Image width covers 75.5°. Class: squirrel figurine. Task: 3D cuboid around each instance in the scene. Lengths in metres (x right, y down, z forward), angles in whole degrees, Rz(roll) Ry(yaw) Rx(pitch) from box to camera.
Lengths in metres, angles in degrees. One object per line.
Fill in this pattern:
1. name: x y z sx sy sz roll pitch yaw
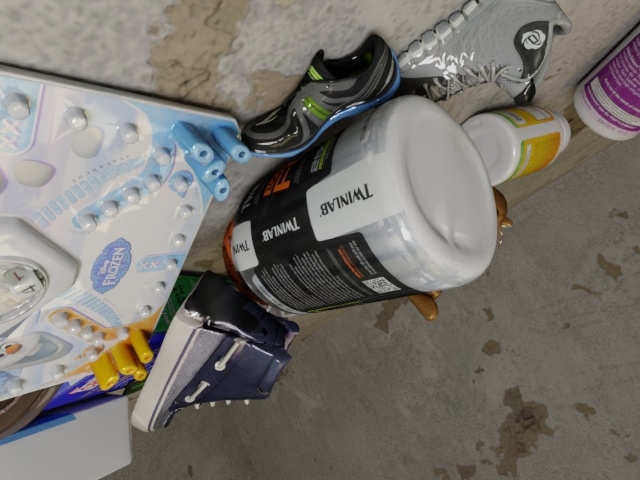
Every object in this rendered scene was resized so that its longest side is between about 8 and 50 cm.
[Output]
1. squirrel figurine: 0.346 -0.015 1.195 0.370 0.281 0.397 -42 176 7

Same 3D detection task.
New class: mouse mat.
1. mouse mat: -0.310 0.273 0.862 0.189 0.007 0.152 -17 162 -36

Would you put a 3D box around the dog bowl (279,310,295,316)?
1. dog bowl: -0.005 0.091 1.080 0.264 0.104 0.265 -26 164 -8

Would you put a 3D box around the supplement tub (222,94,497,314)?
1. supplement tub: 0.025 -0.017 0.533 0.207 0.207 0.337 -13 175 -44

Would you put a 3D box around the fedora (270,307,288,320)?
1. fedora: -0.190 0.272 1.276 0.275 0.124 0.244 -27 164 -7

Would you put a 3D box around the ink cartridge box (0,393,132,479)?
1. ink cartridge box: -0.534 0.361 0.743 0.307 0.129 0.223 -7 176 29

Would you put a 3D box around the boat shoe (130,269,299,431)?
1. boat shoe: -0.157 0.204 0.599 0.341 0.158 0.127 -57 -173 38

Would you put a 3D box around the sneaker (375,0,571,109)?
1. sneaker: 0.177 -0.192 0.484 0.228 0.132 0.086 -38 162 26

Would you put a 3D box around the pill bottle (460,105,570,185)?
1. pill bottle: 0.394 -0.197 0.832 0.245 0.137 0.136 -18 161 -33

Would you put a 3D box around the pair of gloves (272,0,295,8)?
1. pair of gloves: -0.016 -0.239 0.183 0.240 0.042 0.204 -39 165 36

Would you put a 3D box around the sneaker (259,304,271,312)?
1. sneaker: -0.238 0.187 1.066 0.223 0.083 0.098 -32 144 -6

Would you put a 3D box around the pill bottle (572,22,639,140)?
1. pill bottle: 0.654 -0.343 0.778 0.169 0.169 0.302 -23 163 -21

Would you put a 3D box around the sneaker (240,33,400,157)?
1. sneaker: -0.007 -0.154 0.439 0.188 0.067 0.078 -29 143 5

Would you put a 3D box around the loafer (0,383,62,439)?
1. loafer: -0.402 0.140 0.547 0.366 0.134 0.130 -41 156 3

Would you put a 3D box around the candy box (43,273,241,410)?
1. candy box: -0.319 0.176 0.773 0.268 0.122 0.317 -32 165 11

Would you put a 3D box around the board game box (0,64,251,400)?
1. board game box: -0.283 0.047 0.357 0.389 0.050 0.390 -6 135 -51
